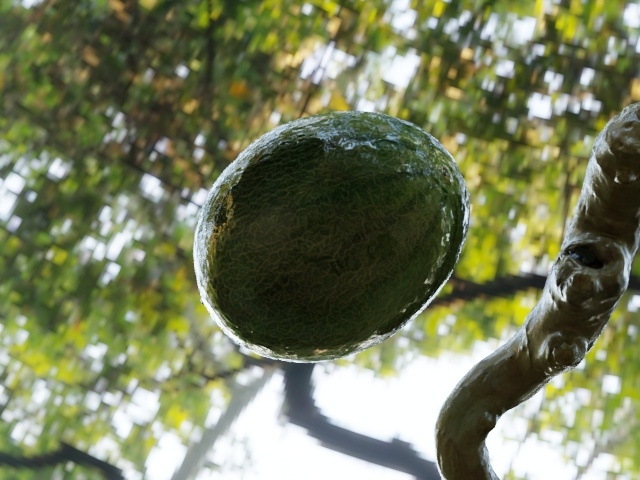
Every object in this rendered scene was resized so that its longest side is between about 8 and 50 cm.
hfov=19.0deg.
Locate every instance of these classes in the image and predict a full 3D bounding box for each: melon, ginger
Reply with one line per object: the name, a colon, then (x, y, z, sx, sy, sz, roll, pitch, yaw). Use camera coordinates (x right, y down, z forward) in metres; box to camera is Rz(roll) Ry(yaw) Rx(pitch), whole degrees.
melon: (0.000, 0.000, 1.106, 0.192, 0.139, 0.139, -30, -66, 35)
ginger: (0.139, 0.049, 1.133, 0.075, 0.089, 0.288, 23, -72, -5)
